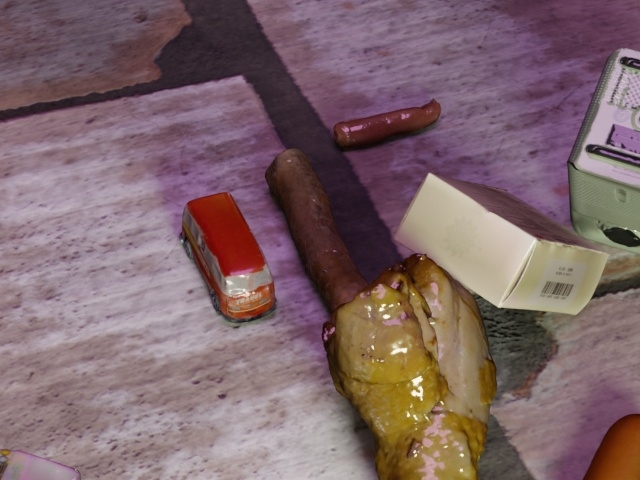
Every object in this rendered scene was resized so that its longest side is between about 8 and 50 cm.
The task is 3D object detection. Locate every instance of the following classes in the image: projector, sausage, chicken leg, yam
[{"bbox_3d":[0.397,-0.095,2.191,0.163,0.242,0.177,19,73,16],"label":"projector"},{"bbox_3d":[0.315,0.267,1.914,0.076,0.076,0.197,20,47,19],"label":"sausage"},{"bbox_3d":[0.090,0.174,1.890,0.182,0.295,0.409,-13,54,11],"label":"chicken leg"},{"bbox_3d":[0.092,-0.155,2.388,0.158,0.036,0.042,-17,81,-19],"label":"sausage"},{"bbox_3d":[0.000,0.000,2.200,0.066,0.066,0.299,-11,46,-14],"label":"yam"}]

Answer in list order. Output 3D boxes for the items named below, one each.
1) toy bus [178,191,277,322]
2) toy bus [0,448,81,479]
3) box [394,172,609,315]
[{"bbox_3d":[-0.110,0.018,2.164,0.079,0.077,0.174,-14,45,-16],"label":"toy bus"},{"bbox_3d":[-0.279,0.313,1.694,0.112,0.274,0.090,5,41,3],"label":"toy bus"},{"bbox_3d":[0.216,0.007,2.099,0.168,0.095,0.212,32,12,30],"label":"box"}]
